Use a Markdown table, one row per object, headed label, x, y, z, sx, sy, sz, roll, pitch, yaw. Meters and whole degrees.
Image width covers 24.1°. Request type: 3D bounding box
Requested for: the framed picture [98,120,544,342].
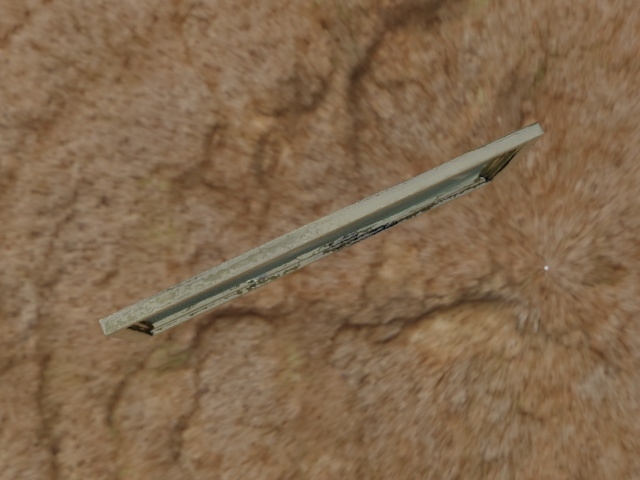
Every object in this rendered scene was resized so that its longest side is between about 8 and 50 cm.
| label | x | y | z | sx | sy | sz | roll | pitch | yaw |
| --- | --- | --- | --- | --- | --- | --- | --- | --- | --- |
| framed picture | 0.000 | 0.000 | 0.686 | 0.201 | 0.136 | 0.010 | -25 | 85 | -3 |
